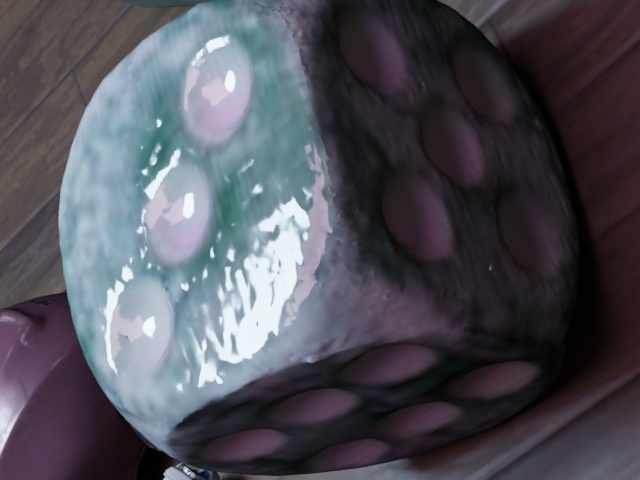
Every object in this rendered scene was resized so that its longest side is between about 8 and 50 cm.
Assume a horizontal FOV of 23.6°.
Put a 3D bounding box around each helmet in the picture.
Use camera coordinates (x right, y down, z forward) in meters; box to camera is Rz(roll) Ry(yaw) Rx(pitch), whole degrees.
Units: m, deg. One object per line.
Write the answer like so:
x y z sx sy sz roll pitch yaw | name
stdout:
-0.319 0.192 1.685 0.271 0.197 0.338 9 91 47 | helmet

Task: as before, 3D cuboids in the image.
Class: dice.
0.000 0.000 1.306 0.328 0.330 0.348 -31 65 38 | dice

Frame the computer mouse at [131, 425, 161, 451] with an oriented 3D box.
-0.107 0.131 1.572 0.231 0.071 0.126 -38 73 19 | computer mouse

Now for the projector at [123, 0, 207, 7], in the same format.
-0.189 -0.342 1.649 0.242 0.177 0.163 5 86 43 | projector

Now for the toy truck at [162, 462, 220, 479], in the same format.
-0.136 0.318 1.533 0.213 0.161 0.177 29 84 43 | toy truck
